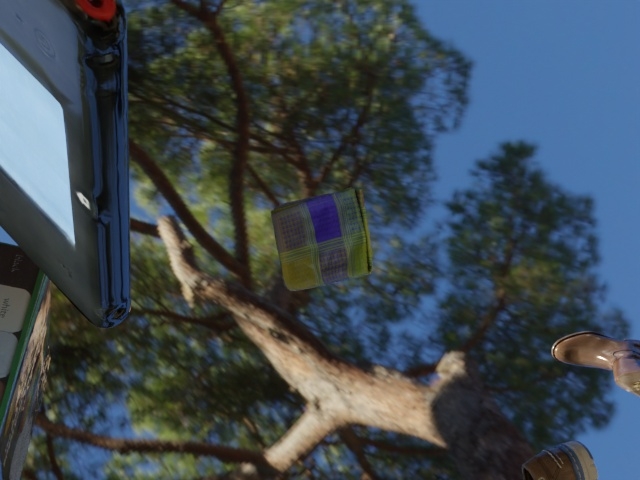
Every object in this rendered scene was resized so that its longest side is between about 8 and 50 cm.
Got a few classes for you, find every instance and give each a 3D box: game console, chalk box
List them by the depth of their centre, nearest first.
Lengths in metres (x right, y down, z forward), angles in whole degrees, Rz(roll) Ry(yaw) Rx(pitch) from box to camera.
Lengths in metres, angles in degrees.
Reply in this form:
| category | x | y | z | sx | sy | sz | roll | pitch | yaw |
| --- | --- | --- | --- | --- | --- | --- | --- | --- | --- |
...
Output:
| category | x | y | z | sx | sy | sz | roll | pitch | yaw |
| --- | --- | --- | --- | --- | --- | --- | --- | --- | --- |
| game console | -0.242 | -0.136 | 0.852 | 0.060 | 0.386 | 0.342 | -34 | -109 | -22 |
| chalk box | -0.335 | 0.101 | 1.094 | 0.179 | 0.289 | 0.180 | 12 | -121 | -4 |

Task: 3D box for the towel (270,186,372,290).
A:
| category | x | y | z | sx | sy | sz | roll | pitch | yaw |
| --- | --- | --- | --- | --- | --- | --- | --- | --- | --- |
| towel | 0.000 | 0.000 | 0.844 | 0.009 | 0.083 | 0.060 | -5 | -94 | -44 |

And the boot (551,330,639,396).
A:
| category | x | y | z | sx | sy | sz | roll | pitch | yaw |
| --- | --- | --- | --- | --- | --- | --- | --- | --- | --- |
| boot | 0.292 | 0.128 | 1.301 | 0.106 | 0.114 | 0.037 | -2 | -74 | 5 |

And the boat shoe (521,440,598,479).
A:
| category | x | y | z | sx | sy | sz | roll | pitch | yaw |
| --- | --- | --- | --- | --- | --- | --- | --- | --- | --- |
| boat shoe | 0.206 | 0.268 | 1.114 | 0.066 | 0.066 | 0.183 | -10 | -88 | -17 |
